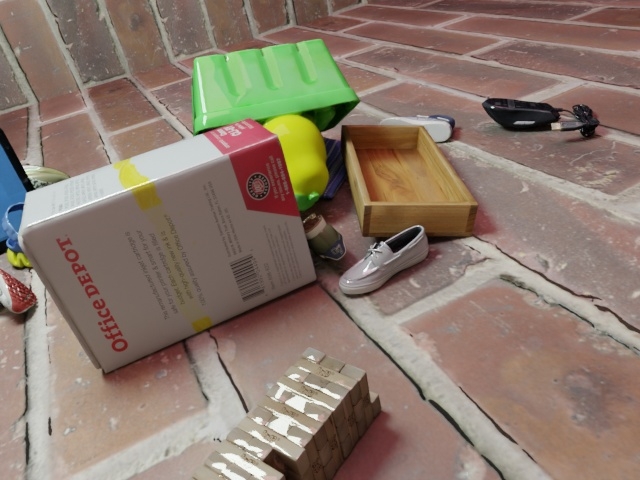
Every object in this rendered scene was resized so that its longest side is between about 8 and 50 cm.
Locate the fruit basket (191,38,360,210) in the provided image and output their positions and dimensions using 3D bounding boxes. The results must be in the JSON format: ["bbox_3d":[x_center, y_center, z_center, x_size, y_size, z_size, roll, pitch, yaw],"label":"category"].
[{"bbox_3d":[-0.096,-0.232,1.144,0.392,0.392,0.283,-24,2,-16],"label":"fruit basket"}]

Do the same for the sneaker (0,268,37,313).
[{"bbox_3d":[-0.654,0.107,1.030,0.225,0.088,0.092,15,62,37],"label":"sneaker"}]

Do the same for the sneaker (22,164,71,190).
[{"bbox_3d":[-0.827,-0.050,1.314,0.410,0.158,0.182,-26,65,-23],"label":"sneaker"}]

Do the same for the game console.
[{"bbox_3d":[-0.762,-0.067,1.122,0.173,0.293,0.250,-13,33,0],"label":"game console"}]

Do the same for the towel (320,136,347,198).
[{"bbox_3d":[-0.089,-0.211,1.270,0.336,0.040,0.243,15,43,15],"label":"towel"}]

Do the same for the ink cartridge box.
[{"bbox_3d":[-0.233,-0.002,0.846,0.385,0.279,0.160,-23,33,-15],"label":"ink cartridge box"}]

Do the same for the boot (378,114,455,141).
[{"bbox_3d":[0.252,-0.295,1.341,0.190,0.069,0.086,11,31,20],"label":"boot"}]

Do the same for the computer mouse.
[{"bbox_3d":[0.522,-0.284,1.230,0.262,0.060,0.184,6,31,8],"label":"computer mouse"}]

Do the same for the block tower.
[{"bbox_3d":[-0.062,0.259,0.557,0.091,0.097,0.335,15,40,35],"label":"block tower"}]

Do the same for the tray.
[{"bbox_3d":[0.163,-0.141,1.086,0.203,0.076,0.411,-1,31,-4],"label":"tray"}]

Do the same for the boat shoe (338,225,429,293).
[{"bbox_3d":[0.109,0.029,0.879,0.184,0.063,0.066,-23,34,-16],"label":"boat shoe"}]

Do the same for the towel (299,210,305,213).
[{"bbox_3d":[-0.099,-0.061,1.129,0.110,0.027,0.148,17,41,37],"label":"towel"}]

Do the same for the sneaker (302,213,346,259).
[{"bbox_3d":[0.000,0.000,0.967,0.064,0.086,0.192,-44,8,-5],"label":"sneaker"}]

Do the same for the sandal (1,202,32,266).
[{"bbox_3d":[-0.574,-0.017,1.129,0.318,0.138,0.126,-3,31,12],"label":"sandal"}]
